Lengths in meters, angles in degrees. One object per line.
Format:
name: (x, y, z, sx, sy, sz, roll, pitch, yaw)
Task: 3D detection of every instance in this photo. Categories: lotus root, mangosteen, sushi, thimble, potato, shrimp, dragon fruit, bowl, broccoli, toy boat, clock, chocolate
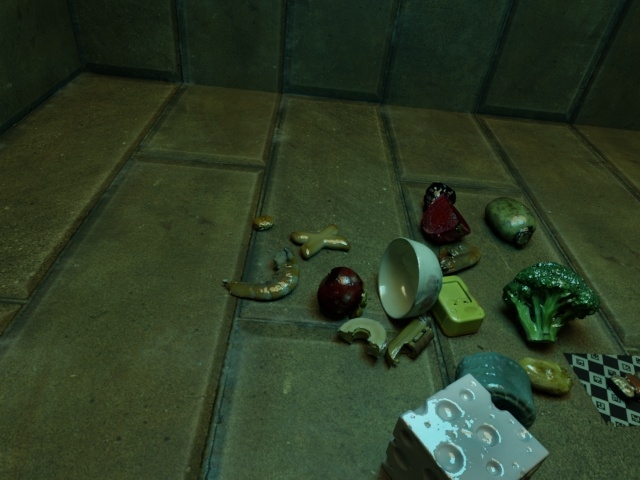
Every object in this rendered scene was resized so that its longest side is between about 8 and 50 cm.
lotus root: (0.826, -0.103, 1.988, 0.173, 0.173, 0.309, -1, 32, -11)
mangosteen: (0.082, 0.178, 1.510, 0.180, 0.166, 0.166, 32, 34, -19)
sushi: (0.963, 0.445, 1.398, 0.289, 0.050, 0.264, 2, 39, -6)
thimble: (0.476, 0.425, 1.233, 0.235, 0.198, 0.143, 45, 35, -15)
potato: (0.683, 0.412, 1.371, 0.170, 0.080, 0.107, 14, 27, 11)
shrimp: (0.524, 0.066, 1.788, 0.287, 0.063, 0.152, -19, 43, -34)
shrimp: (-0.179, 0.140, 1.596, 0.287, 0.068, 0.185, -31, 48, -26)
dragon fruit: (0.537, -0.069, 1.886, 0.189, 0.163, 0.262, 15, 29, -11)
bowl: (0.318, 0.132, 1.524, 0.145, 0.277, 0.277, 6, 37, -22)
broccoli: (0.771, 0.213, 1.516, 0.307, 0.308, 0.275, 9, 73, 3)
toy boat: (0.288, 0.322, 1.426, 0.088, 0.068, 0.226, 35, 47, 26)
clock: (0.459, 0.224, 1.554, 0.143, 0.096, 0.202, -4, 41, -18)
chocolate: (0.526, -0.161, 2.031, 0.156, 0.156, 0.133, 22, 58, 17)

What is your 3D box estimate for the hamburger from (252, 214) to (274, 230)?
hamburger: (-0.236, -0.073, 1.853, 0.083, 0.044, 0.076, -16, 45, -30)

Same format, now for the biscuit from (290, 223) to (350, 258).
biscuit: (0.000, -0.001, 1.799, 0.207, 0.047, 0.164, -12, 43, -24)

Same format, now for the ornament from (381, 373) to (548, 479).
ornament: (0.324, 0.516, 1.054, 0.239, 0.240, 0.239, -18, 44, -28)

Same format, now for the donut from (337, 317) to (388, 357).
donut: (0.144, 0.301, 1.421, 0.165, 0.065, 0.108, 18, 37, 30)
